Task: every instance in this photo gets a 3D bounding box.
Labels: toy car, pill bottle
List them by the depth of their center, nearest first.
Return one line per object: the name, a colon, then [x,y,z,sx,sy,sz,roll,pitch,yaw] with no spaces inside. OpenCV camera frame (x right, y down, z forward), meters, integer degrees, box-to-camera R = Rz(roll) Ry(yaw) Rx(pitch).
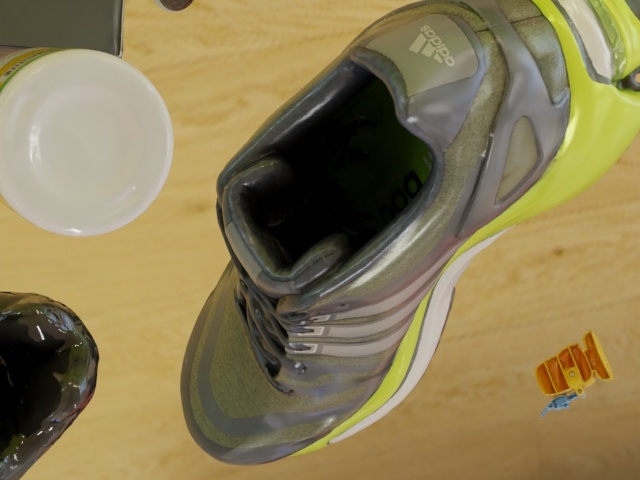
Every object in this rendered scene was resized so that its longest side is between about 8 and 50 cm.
toy car: [0.126,0.101,0.608,0.041,0.060,0.122,-27,78,16]
pill bottle: [-0.212,-0.084,1.143,0.136,0.246,0.136,-3,99,-21]

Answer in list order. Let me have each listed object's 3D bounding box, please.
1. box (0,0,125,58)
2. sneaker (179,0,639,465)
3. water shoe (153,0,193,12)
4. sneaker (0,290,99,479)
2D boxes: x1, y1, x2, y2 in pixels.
box: [-0.316,-0.209,1.361,0.261,0.184,0.103,4,81,-9]
sneaker: [0.000,0.000,0.581,0.121,0.111,0.300,-16,151,-41]
water shoe: [-0.125,-0.293,1.469,0.073,0.080,0.203,-46,165,-31]
sneaker: [-0.154,0.062,0.367,0.234,0.106,0.078,-23,90,-39]
